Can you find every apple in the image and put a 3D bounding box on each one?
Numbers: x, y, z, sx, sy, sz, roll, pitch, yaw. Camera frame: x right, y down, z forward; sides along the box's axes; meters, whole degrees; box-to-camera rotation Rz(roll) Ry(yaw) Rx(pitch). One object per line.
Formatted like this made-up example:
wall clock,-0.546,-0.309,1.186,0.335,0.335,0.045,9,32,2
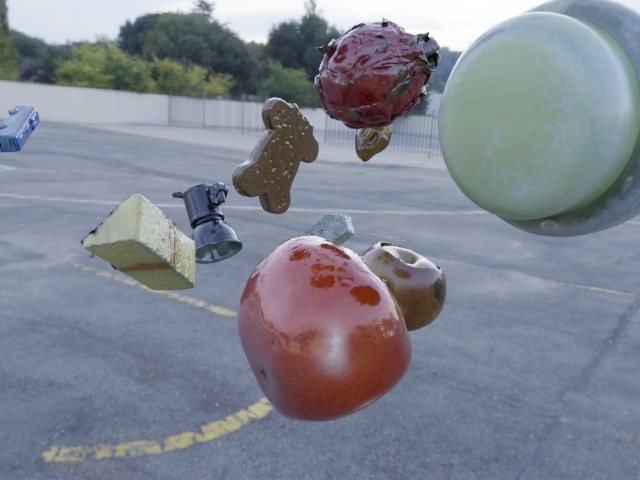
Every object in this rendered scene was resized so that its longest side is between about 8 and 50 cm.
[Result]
apple,0.188,0.109,1.437,0.236,0.208,0.237,5,29,-3

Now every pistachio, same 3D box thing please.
pistachio,0.150,-0.314,1.668,0.100,0.190,0.110,5,-3,-5

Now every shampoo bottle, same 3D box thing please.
shampoo bottle,0.352,-0.168,0.829,0.317,0.323,0.322,-8,16,-39

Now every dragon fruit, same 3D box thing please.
dragon fruit,0.126,-0.380,1.326,0.298,0.245,0.244,-25,-2,27

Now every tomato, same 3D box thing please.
tomato,-0.010,0.158,1.042,0.272,0.342,0.341,-36,28,-20

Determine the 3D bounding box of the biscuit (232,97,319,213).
biscuit,-0.160,-0.308,2.195,0.076,0.394,0.368,17,-10,32

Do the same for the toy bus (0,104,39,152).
toy bus,-0.692,-0.257,1.340,0.061,0.051,0.153,2,40,-4

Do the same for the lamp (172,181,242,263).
lamp,-0.313,-0.070,1.633,0.172,0.228,0.147,-33,-23,36

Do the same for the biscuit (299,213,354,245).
biscuit,0.000,0.000,1.865,0.046,0.250,0.147,35,30,-32

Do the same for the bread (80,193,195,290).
bread,-0.393,0.023,1.369,0.141,0.178,0.266,26,-13,31
